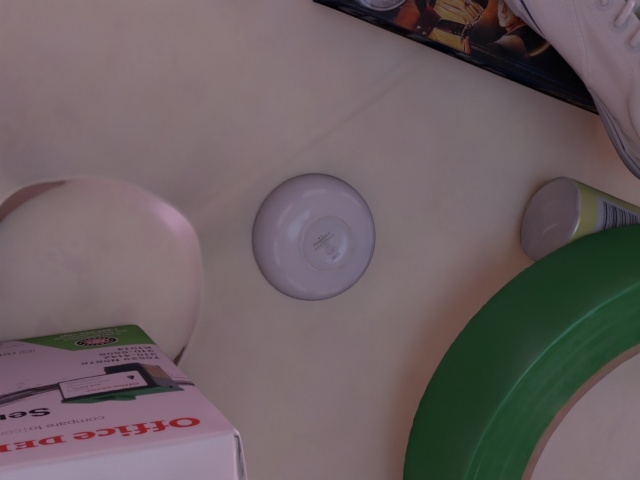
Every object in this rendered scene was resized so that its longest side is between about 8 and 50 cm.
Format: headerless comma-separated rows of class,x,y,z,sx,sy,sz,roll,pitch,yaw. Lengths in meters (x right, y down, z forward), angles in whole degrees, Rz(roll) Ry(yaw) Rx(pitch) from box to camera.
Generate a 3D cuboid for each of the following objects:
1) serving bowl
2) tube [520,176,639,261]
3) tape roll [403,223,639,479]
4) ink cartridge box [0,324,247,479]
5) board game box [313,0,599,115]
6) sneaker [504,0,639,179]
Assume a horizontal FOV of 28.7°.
serving bowl,0.000,0.000,0.798,0.083,0.027,0.083,-4,101,-21
tube,0.250,0.024,0.889,0.240,0.070,0.062,20,47,-26
tape roll,0.215,0.150,0.849,0.321,0.077,0.321,-9,115,-20
ink cartridge box,-0.142,0.121,0.658,0.160,0.219,0.093,-7,102,-21
board game box,0.133,-0.191,0.811,0.243,0.042,0.165,17,92,-23
sneaker,0.192,-0.136,0.769,0.094,0.091,0.258,-44,112,-9
